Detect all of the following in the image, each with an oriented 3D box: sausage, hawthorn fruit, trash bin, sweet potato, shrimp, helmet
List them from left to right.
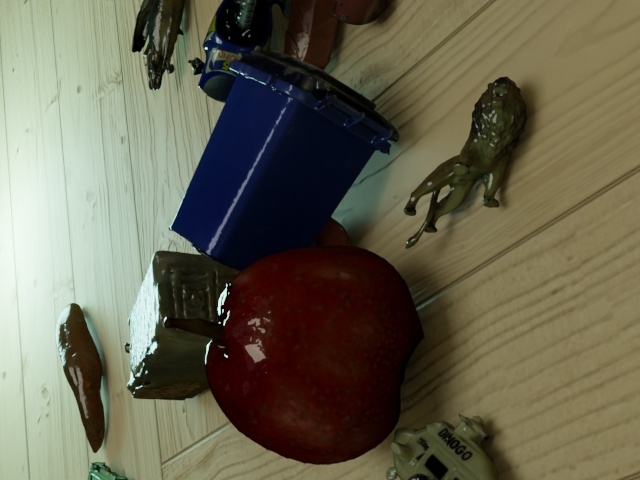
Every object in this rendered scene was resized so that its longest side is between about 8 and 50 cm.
[{"bbox_3d":[-0.366,0.195,2.223,0.078,0.058,0.255,111,146,-54],"label":"sweet potato"},{"bbox_3d":[-0.236,-0.314,2.098,0.150,0.051,0.217,-16,65,60],"label":"shrimp"},{"bbox_3d":[-0.045,-0.073,1.580,0.184,0.162,0.234,31,92,55],"label":"trash bin"},{"bbox_3d":[-0.028,0.107,1.471,0.210,0.266,0.230,38,108,60],"label":"hawthorn fruit"},{"bbox_3d":[-0.009,-0.264,1.697,0.065,0.065,0.169,23,106,57],"label":"sausage"},{"bbox_3d":[0.000,0.000,1.650,0.094,0.054,0.059,33,107,55],"label":"sausage"},{"bbox_3d":[0.052,-0.273,1.611,0.084,0.049,0.065,-60,-5,-6],"label":"helmet"}]

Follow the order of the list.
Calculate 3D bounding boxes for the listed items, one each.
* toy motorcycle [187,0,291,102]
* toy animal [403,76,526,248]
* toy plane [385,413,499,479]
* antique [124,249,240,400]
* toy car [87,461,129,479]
[{"bbox_3d":[-0.098,-0.242,1.744,0.315,0.113,0.169,-165,92,-86],"label":"toy motorcycle"},{"bbox_3d":[0.141,-0.061,1.423,0.220,0.069,0.086,-53,22,33],"label":"toy animal"},{"bbox_3d":[0.152,0.238,1.350,0.108,0.092,0.286,-54,34,2],"label":"toy plane"},{"bbox_3d":[-0.176,0.119,1.866,0.284,0.150,0.125,136,135,-58],"label":"antique"},{"bbox_3d":[-0.304,0.362,2.114,0.122,0.035,0.059,16,99,50],"label":"toy car"}]
